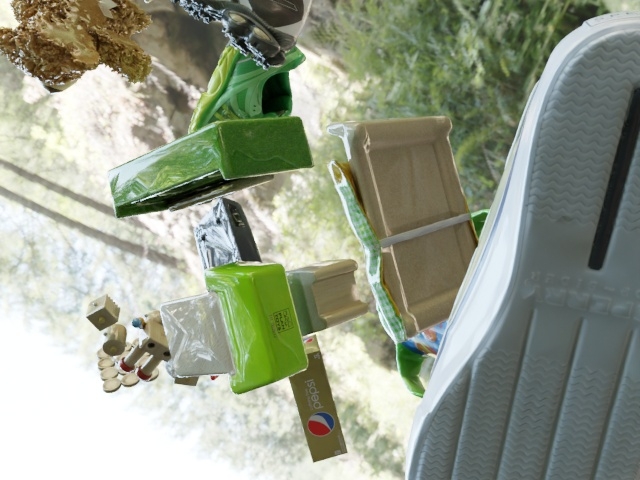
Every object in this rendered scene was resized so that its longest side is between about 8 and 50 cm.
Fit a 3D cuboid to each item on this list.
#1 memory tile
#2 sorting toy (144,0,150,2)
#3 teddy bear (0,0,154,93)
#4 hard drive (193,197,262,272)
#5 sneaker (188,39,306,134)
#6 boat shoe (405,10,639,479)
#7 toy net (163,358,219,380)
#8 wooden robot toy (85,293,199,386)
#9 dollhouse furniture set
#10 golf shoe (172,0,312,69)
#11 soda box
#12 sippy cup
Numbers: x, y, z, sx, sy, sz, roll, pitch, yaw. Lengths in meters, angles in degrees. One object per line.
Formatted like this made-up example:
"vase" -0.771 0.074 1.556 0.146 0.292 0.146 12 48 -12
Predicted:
"memory tile" -0.389 0.249 1.380 0.113 0.148 0.012 -15 -59 -17
"sorting toy" -0.324 -0.568 1.299 0.307 0.041 0.229 -40 -27 -16
"teddy bear" -0.399 -0.340 1.135 0.113 0.245 0.338 -49 36 32
"hard drive" -0.165 0.062 1.301 0.054 0.254 0.172 -8 -19 -33
"sneaker" -0.114 -0.199 1.046 0.109 0.123 0.295 -52 -1 -42
"boat shoe" 0.120 0.042 0.353 0.094 0.109 0.302 -48 -27 -70
"toy net" -0.219 0.196 1.185 0.232 0.045 0.122 -37 -56 -73
"wooden robot toy" -0.220 0.118 0.864 0.076 0.173 0.079 -42 31 18
"dollhouse furniture set" 0.000 0.000 0.616 0.301 0.151 0.197 -14 -91 -45
"golf shoe" -0.097 -0.262 0.691 0.094 0.198 0.077 -53 -1 1
"soda box" -0.009 0.238 1.039 0.061 0.058 0.181 -114 8 -73
"sippy cup" 0.243 0.113 1.158 0.224 0.240 0.305 -154 53 -69
